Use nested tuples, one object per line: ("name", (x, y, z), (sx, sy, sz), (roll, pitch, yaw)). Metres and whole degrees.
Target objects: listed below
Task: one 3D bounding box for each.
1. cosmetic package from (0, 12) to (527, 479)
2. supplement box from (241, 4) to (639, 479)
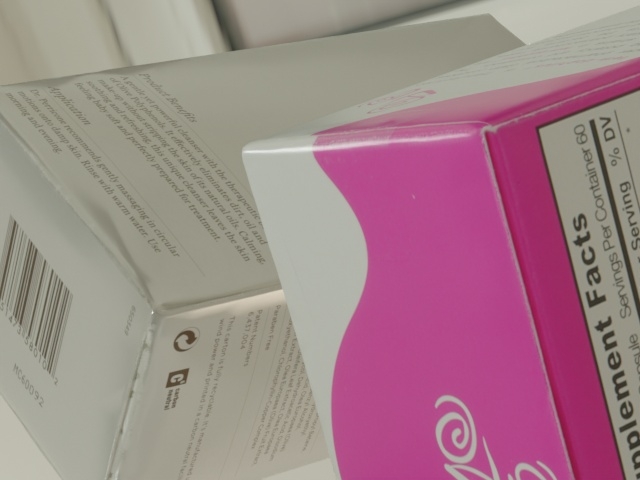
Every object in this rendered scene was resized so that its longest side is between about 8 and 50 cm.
("cosmetic package", (0.000, 0.000, 1.017), (0.197, 0.365, 0.155), (48, 134, 36))
("supplement box", (0.107, -0.010, 0.506), (0.220, 0.111, 0.114), (-20, -79, -30))
